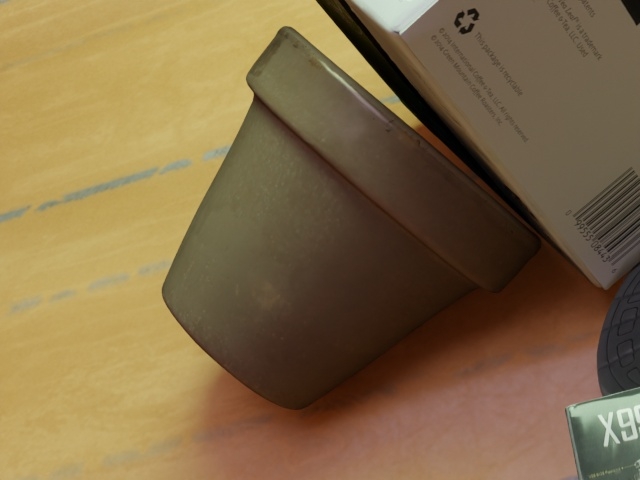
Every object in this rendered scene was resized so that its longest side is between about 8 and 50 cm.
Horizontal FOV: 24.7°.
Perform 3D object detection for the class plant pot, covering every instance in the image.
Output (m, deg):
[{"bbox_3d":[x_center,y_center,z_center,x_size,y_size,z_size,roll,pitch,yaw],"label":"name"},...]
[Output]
[{"bbox_3d":[0.000,0.000,1.138,0.229,0.263,0.263,-48,47,5],"label":"plant pot"}]

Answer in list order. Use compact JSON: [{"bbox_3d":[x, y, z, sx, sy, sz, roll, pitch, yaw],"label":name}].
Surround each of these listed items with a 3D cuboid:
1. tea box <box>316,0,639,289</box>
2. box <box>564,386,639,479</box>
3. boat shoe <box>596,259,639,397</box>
[{"bbox_3d":[0.135,-0.195,1.090,0.220,0.329,0.323,-42,42,3],"label":"tea box"},{"bbox_3d":[0.290,0.158,0.704,0.307,0.076,0.242,-18,48,14],"label":"box"},{"bbox_3d":[0.266,0.123,1.005,0.118,0.103,0.320,-25,38,31],"label":"boat shoe"}]
